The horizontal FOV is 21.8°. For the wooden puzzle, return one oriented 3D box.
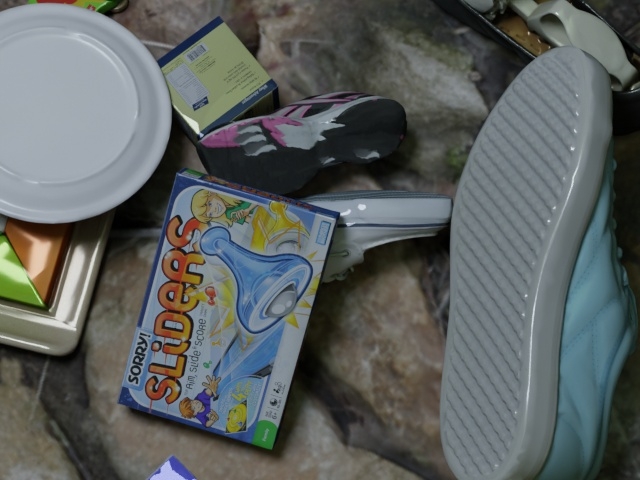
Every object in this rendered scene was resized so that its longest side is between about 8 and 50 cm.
[{"bbox_3d":[-0.286,-0.038,1.414,0.221,0.044,0.238,14,75,4],"label":"wooden puzzle"}]

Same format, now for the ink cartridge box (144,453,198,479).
[{"bbox_3d":[-0.120,0.310,1.324,0.208,0.045,0.206,42,79,11],"label":"ink cartridge box"}]

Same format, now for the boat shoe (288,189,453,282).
[{"bbox_3d":[0.000,0.000,1.398,0.226,0.083,0.075,-2,97,6],"label":"boat shoe"}]

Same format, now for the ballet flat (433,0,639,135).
[{"bbox_3d":[0.188,-0.205,1.433,0.280,0.096,0.095,40,79,10],"label":"ballet flat"}]

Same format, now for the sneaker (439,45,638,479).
[{"bbox_3d":[0.195,0.030,1.361,0.150,0.135,0.366,16,84,-40],"label":"sneaker"}]

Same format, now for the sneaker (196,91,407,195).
[{"bbox_3d":[-0.020,-0.086,1.414,0.178,0.077,0.072,-10,111,-15],"label":"sneaker"}]

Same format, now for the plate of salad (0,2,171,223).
[{"bbox_3d":[-0.225,-0.105,1.384,0.200,0.048,0.199,3,70,-9],"label":"plate of salad"}]

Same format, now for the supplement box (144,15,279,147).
[{"bbox_3d":[-0.093,-0.131,1.433,0.083,0.056,0.083,-38,78,-9],"label":"supplement box"}]

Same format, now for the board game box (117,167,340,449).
[{"bbox_3d":[-0.075,0.056,1.355,0.136,0.035,0.201,16,101,4],"label":"board game box"}]

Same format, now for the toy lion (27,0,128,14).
[{"bbox_3d":[-0.227,-0.217,1.471,0.096,0.034,0.100,30,77,14],"label":"toy lion"}]
